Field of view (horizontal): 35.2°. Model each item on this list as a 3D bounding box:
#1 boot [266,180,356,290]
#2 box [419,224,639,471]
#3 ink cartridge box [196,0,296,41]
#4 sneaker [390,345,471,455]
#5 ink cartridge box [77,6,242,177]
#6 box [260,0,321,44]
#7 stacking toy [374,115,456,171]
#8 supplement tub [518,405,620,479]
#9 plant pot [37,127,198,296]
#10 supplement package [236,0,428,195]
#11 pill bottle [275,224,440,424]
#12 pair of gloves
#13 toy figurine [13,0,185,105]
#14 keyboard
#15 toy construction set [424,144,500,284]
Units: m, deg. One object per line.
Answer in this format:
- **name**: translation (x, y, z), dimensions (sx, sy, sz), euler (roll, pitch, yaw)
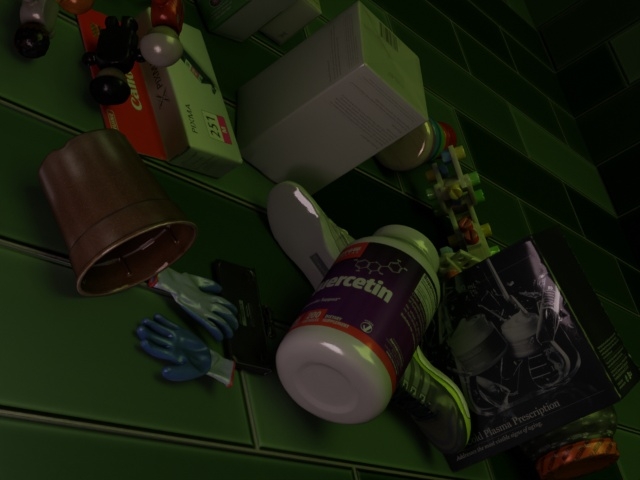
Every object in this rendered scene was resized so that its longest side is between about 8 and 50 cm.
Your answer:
- **boot**: translation (0.000, 0.000, 1.739), dimensions (0.258, 0.095, 0.123), euler (61, 21, -13)
- **box**: translation (0.332, 0.191, 1.799), dimensions (0.179, 0.343, 0.312), euler (-12, 73, -60)
- **ink cartridge box**: translation (-0.156, -0.550, 1.891), dimensions (0.117, 0.201, 0.278), euler (2, 61, -58)
- **sneaker**: translation (0.140, 0.248, 1.710), dimensions (0.300, 0.111, 0.121), euler (53, 38, 1)
- **ink cartridge box**: translation (-0.254, -0.248, 1.594), dimensions (0.239, 0.060, 0.275), euler (14, 51, -54)
- **box**: translation (-0.106, -0.574, 2.079), dimensions (0.148, 0.121, 0.311), euler (28, 40, -45)
- **stacking toy**: translation (0.228, -0.232, 2.288), dimensions (0.141, 0.141, 0.330), euler (62, 22, 6)
- **supplement tub**: translation (0.472, 0.304, 2.054), dimensions (0.207, 0.207, 0.337), euler (22, 46, -48)
- **plant pot**: translation (-0.268, -0.041, 1.278), dimensions (0.165, 0.167, 0.167), euler (57, 27, 16)
- **supplement package**: translation (0.014, -0.238, 1.760), dimensions (0.177, 0.293, 0.175), euler (36, 36, -36)
- **pill bottle**: translation (0.073, 0.117, 1.560), dimensions (0.181, 0.181, 0.323), euler (50, 44, -16)
- **pair of gloves**: translation (-0.178, 0.119, 1.380), dimensions (0.159, 0.023, 0.198), euler (32, 37, -26)
- **toy figurine**: translation (-0.308, -0.305, 1.407), dimensions (0.210, 0.213, 0.148), euler (26, 57, -37)
- **keyboard**: translation (-0.109, 0.116, 1.508), dimensions (0.108, 0.023, 0.180), euler (19, 47, -41)
- **toy construction set**: translation (0.306, -0.025, 2.169), dimensions (0.215, 0.151, 0.327), euler (64, 24, -48)
